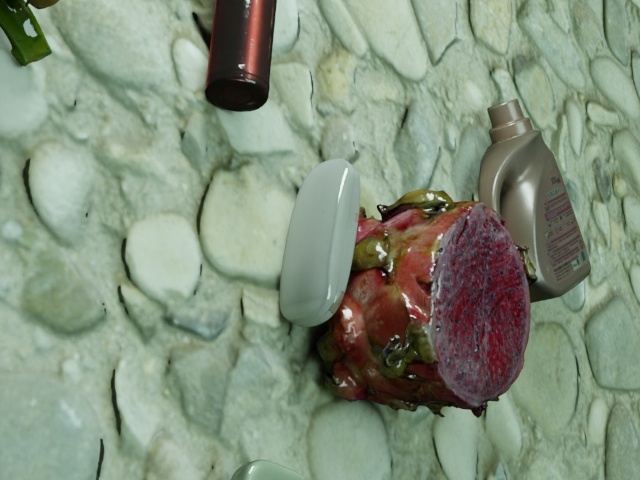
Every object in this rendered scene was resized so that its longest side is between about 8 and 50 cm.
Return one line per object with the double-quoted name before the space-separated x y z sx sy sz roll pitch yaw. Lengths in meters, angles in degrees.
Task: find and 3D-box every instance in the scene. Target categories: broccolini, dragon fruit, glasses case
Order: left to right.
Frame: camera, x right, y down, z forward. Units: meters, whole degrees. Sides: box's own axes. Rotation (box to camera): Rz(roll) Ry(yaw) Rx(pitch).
"broccolini" -0.255 -0.212 0.693 0.058 0.067 0.216 -47 124 -43
"glasses case" 0.000 0.000 0.922 0.041 0.063 0.164 32 54 -38
"dragon fruit" 0.088 0.060 0.965 0.282 0.147 0.211 -23 106 -50

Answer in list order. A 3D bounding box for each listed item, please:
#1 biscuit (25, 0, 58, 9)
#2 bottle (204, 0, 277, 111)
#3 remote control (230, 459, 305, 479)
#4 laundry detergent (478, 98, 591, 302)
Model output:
"biscuit" -0.206 -0.254 0.698 0.118 0.061 0.183 49 26 -64
"bottle" -0.068 -0.200 0.908 0.060 0.060 0.164 27 58 -44
"remote control" -0.055 0.323 0.772 0.090 0.038 0.310 33 54 -41
"laundry detergent" 0.237 -0.045 1.217 0.171 0.076 0.237 -25 98 -51
